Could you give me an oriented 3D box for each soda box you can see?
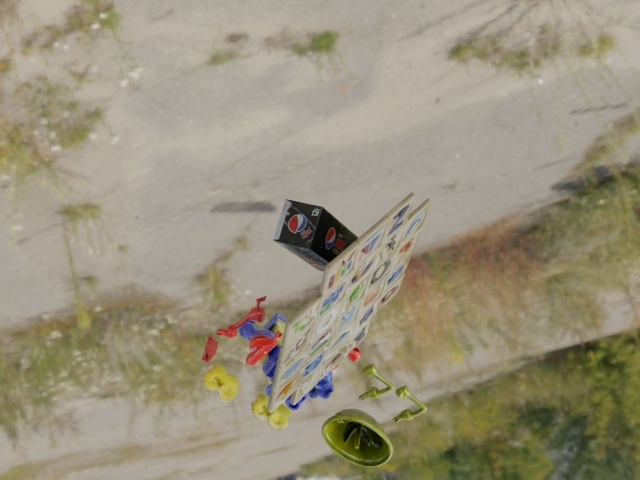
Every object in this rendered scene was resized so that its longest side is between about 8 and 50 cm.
[{"bbox_3d":[0.000,0.000,1.232,0.053,0.060,0.169,13,170,23],"label":"soda box"}]

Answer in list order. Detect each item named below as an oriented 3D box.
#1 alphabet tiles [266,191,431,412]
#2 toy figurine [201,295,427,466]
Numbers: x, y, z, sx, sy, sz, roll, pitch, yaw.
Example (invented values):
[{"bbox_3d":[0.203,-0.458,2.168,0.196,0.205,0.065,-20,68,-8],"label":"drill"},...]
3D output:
[{"bbox_3d":[0.037,0.088,1.273,0.285,0.011,0.343,-40,159,-32],"label":"alphabet tiles"},{"bbox_3d":[-0.013,0.194,1.580,0.191,0.362,0.217,-53,-165,18],"label":"toy figurine"}]
